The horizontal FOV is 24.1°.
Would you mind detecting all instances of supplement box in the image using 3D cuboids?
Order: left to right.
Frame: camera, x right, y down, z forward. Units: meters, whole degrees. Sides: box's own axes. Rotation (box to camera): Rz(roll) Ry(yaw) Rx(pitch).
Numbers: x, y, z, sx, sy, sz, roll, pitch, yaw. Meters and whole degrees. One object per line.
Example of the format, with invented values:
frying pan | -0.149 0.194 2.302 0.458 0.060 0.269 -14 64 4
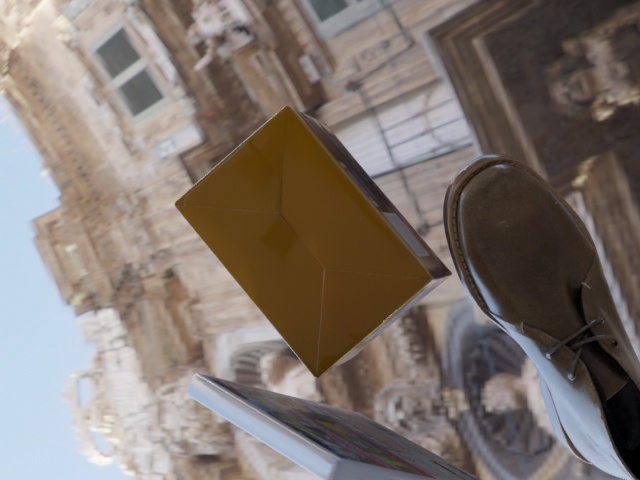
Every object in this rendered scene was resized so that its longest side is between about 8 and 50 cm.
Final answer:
supplement box | 0.000 0.000 1.323 0.129 0.194 0.191 -41 -97 7

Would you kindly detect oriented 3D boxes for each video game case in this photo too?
video game case | 0.020 0.160 1.168 0.183 0.201 0.023 19 -87 -38

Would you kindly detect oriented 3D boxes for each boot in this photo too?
boot | 0.201 0.066 1.185 0.112 0.115 0.305 -33 -69 -5
